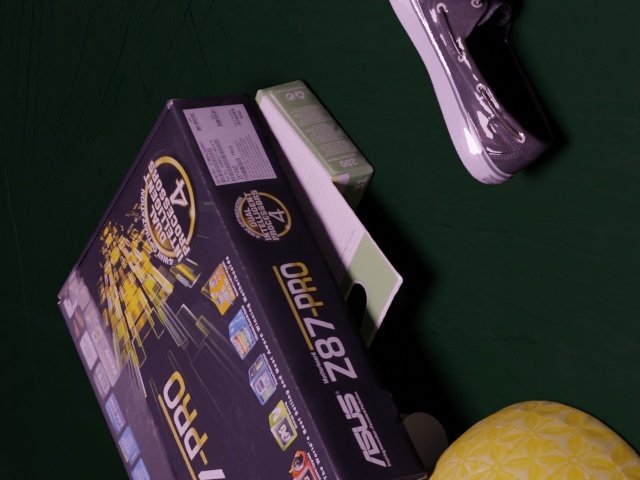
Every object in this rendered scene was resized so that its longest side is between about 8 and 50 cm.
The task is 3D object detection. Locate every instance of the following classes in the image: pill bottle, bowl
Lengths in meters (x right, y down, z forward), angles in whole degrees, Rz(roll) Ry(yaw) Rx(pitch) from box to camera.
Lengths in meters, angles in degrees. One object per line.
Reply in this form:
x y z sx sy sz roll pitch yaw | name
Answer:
0.058 0.188 1.685 0.120 0.067 0.067 -35 73 54 | pill bottle
0.145 0.283 1.519 0.289 0.156 0.289 25 122 49 | bowl

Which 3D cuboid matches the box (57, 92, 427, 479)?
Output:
-0.082 0.119 1.711 0.395 0.097 0.318 65 145 24 | box

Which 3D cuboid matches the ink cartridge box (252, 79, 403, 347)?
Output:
0.000 0.000 1.709 0.235 0.056 0.171 52 139 28 | ink cartridge box

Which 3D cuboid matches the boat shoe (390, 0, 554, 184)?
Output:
0.115 -0.158 1.479 0.076 0.080 0.228 -27 76 37 | boat shoe
